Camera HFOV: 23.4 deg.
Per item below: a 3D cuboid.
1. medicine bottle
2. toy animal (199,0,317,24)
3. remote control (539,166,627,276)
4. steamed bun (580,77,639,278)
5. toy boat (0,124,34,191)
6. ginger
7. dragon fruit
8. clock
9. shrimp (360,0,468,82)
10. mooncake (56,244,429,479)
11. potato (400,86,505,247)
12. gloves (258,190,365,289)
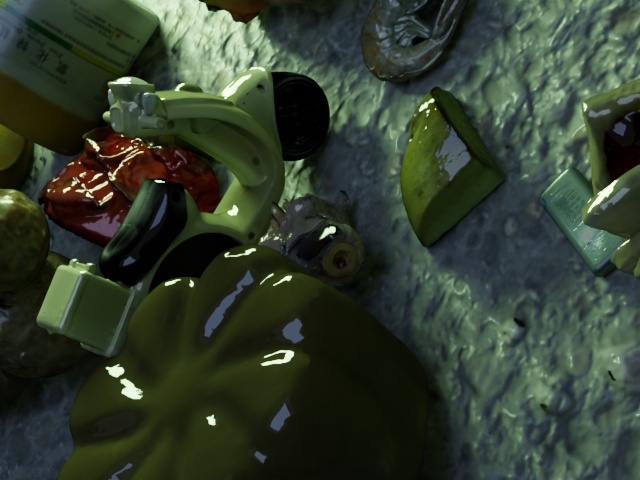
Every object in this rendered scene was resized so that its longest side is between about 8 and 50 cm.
[{"bbox_3d":[-0.373,-0.270,2.098,0.232,0.238,0.238,-57,42,6],"label":"medicine bottle"},{"bbox_3d":[-0.080,-0.358,1.907,0.281,0.169,0.195,-6,23,49],"label":"toy animal"},{"bbox_3d":[0.257,-0.019,1.502,0.053,0.018,0.124,-47,44,16],"label":"remote control"},{"bbox_3d":[0.373,-0.055,1.289,0.428,0.189,0.247,-4,75,43],"label":"steamed bun"},{"bbox_3d":[-0.460,-0.131,2.244,0.088,0.088,0.230,113,161,-61],"label":"toy boat"},{"bbox_3d":[-0.418,0.104,1.986,0.375,0.256,0.176,-46,13,39],"label":"ginger"},{"bbox_3d":[-0.248,-0.089,1.948,0.317,0.152,0.205,20,84,49],"label":"dragon fruit"},{"bbox_3d":[-0.149,-0.040,1.736,0.120,0.276,0.379,9,79,52],"label":"clock"},{"bbox_3d":[0.127,-0.271,1.741,0.223,0.047,0.126,-51,50,21],"label":"shrimp"},{"bbox_3d":[-0.088,0.192,1.546,0.378,0.201,0.378,-29,36,24],"label":"mooncake"},{"bbox_3d":[0.108,-0.086,1.640,0.120,0.081,0.149,-43,46,18],"label":"potato"},{"bbox_3d":[-0.004,0.007,1.696,0.110,0.094,0.144,-39,27,13],"label":"gloves"}]
